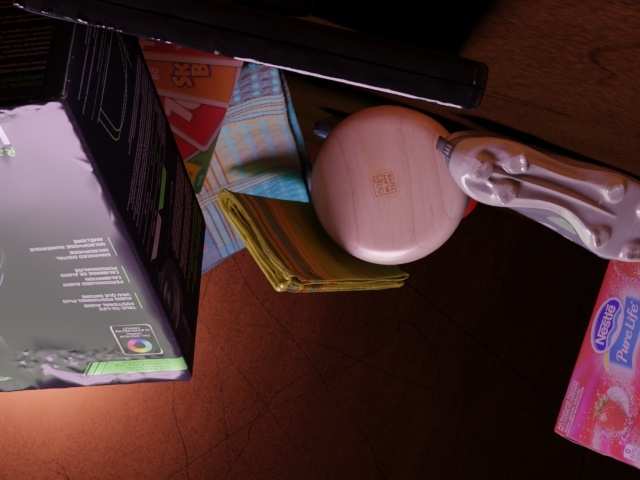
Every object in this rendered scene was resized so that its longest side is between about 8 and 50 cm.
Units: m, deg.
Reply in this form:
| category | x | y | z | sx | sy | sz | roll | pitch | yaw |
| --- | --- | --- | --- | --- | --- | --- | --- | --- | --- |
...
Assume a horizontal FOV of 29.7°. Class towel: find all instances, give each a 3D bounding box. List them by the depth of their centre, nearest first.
| category | x | y | z | sx | sy | sz | roll | pitch | yaw |
| --- | --- | --- | --- | --- | --- | --- | --- | --- | --- |
| towel | -0.132 | -0.027 | 1.023 | 0.040 | 0.271 | 0.370 | 60 | 176 | 16 |
| towel | 0.000 | 0.000 | 1.081 | 0.102 | 0.021 | 0.237 | 56 | -158 | 18 |

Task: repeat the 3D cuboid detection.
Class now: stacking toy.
| category | x | y | z | sx | sy | sz | roll | pitch | yaw |
| --- | --- | --- | --- | --- | --- | --- | --- | --- | --- |
| stacking toy | 0.097 | -0.060 | 1.201 | 0.141 | 0.141 | 0.330 | 20 | -171 | 13 |

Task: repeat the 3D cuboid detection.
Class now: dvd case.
| category | x | y | z | sx | sy | sz | roll | pitch | yaw |
| --- | --- | --- | --- | --- | --- | --- | --- | --- | --- |
| dvd case | -0.021 | -0.094 | 0.568 | 0.180 | 0.022 | 0.253 | 13 | -172 | 1 |

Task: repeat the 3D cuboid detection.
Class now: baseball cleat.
| category | x | y | z | sx | sy | sz | roll | pitch | yaw |
| --- | --- | --- | --- | --- | --- | --- | --- | --- | --- |
| baseball cleat | 0.191 | -0.047 | 0.988 | 0.206 | 0.072 | 0.109 | 23 | -165 | -21 |

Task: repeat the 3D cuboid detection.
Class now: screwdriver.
| category | x | y | z | sx | sy | sz | roll | pitch | yaw |
| --- | --- | --- | --- | --- | --- | --- | --- | --- | --- |
| screwdriver | -0.072 | -0.134 | 0.588 | 0.170 | 0.024 | 0.025 | 19 | 153 | 32 |

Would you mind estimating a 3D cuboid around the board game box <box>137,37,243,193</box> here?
| category | x | y | z | sx | sy | sz | roll | pitch | yaw |
| --- | --- | --- | --- | --- | --- | --- | --- | --- | --- |
| board game box | -0.181 | -0.128 | 0.785 | 0.259 | 0.124 | 0.039 | 18 | 180 | -18 |

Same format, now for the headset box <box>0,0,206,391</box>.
| category | x | y | z | sx | sy | sz | roll | pitch | yaw |
| --- | --- | --- | --- | --- | --- | --- | --- | --- | --- |
| headset box | -0.215 | -0.023 | 0.716 | 0.246 | 0.131 | 0.283 | -4 | 143 | 6 |

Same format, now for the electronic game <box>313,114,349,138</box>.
| category | x | y | z | sx | sy | sz | roll | pitch | yaw |
| --- | --- | --- | --- | --- | --- | --- | --- | --- | --- |
| electronic game | 0.100 | -0.103 | 1.490 | 0.229 | 0.048 | 0.229 | 19 | -178 | -1 |

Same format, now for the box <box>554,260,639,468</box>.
| category | x | y | z | sx | sy | sz | roll | pitch | yaw |
| --- | --- | --- | --- | --- | --- | --- | --- | --- | --- |
| box | 0.366 | 0.110 | 1.282 | 0.128 | 0.257 | 0.122 | 17 | -179 | -42 |
